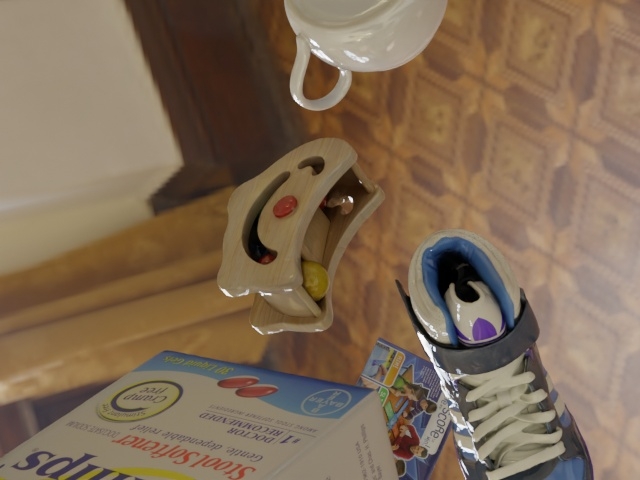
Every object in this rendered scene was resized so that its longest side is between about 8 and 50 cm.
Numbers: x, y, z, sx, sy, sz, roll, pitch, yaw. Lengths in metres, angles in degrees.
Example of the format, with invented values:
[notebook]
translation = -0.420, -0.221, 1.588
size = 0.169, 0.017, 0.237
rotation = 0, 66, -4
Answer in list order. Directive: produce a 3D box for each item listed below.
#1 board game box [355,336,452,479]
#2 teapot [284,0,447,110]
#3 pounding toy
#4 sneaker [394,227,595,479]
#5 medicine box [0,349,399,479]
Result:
[board game box]
translation = 0.092, 0.242, 1.816
size = 0.136, 0.201, 0.035
rotation = 26, 160, 3
[teapot]
translation = 0.079, -0.332, 2.061
size = 0.256, 0.187, 0.252
rotation = -8, 59, 21
[pounding toy]
translation = 0.000, 0.000, 1.531
size = 0.155, 0.154, 0.269
rotation = 52, -152, -35
[sneaker]
translation = 0.168, 0.142, 1.404
size = 0.236, 0.130, 0.323
rotation = 53, -162, -62
[medicine box]
translation = -0.120, 0.233, 1.188
size = 0.263, 0.289, 0.149
rotation = 6, 118, 40
